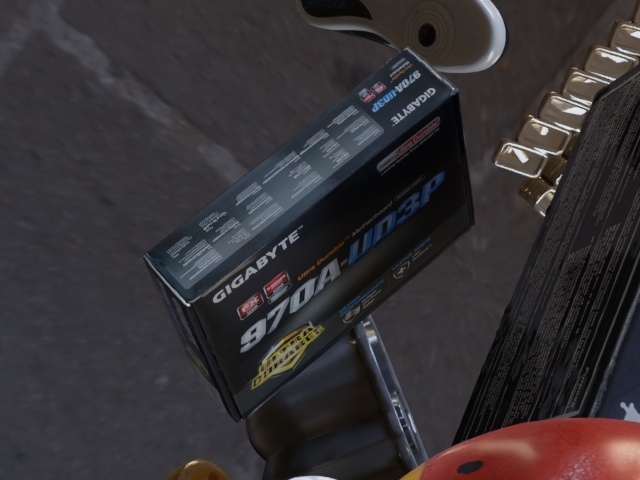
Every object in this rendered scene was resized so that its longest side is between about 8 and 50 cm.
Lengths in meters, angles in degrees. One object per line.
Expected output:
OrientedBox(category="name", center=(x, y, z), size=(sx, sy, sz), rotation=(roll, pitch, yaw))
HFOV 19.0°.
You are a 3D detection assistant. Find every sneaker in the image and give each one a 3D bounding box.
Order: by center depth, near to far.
OrientedBox(category="sneaker", center=(0.094, -0.185, 1.533), size=(0.217, 0.121, 0.079), rotation=(24, 107, 42))

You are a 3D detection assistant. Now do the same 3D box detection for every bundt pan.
OrientedBox(category="bundt pan", center=(0.017, 0.172, 1.584), size=(0.124, 0.331, 0.331), rotation=(-22, 87, 3))

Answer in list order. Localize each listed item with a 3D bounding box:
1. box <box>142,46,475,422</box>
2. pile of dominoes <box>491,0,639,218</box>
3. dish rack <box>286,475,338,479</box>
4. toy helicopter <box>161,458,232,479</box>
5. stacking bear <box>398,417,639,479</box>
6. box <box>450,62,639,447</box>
OrientedBox(category="box", center=(0.000, 0.000, 1.234), size=(0.220, 0.175, 0.051), rotation=(-39, 62, -14))
OrientedBox(category="pile of dominoes", center=(0.298, -0.123, 1.901), size=(0.251, 0.040, 0.196), rotation=(-47, 125, 4))
OrientedBox(category="dish rack", center=(0.009, 0.311, 0.948), size=(0.285, 0.072, 0.333), rotation=(45, 62, -9))
OrientedBox(category="toy helicopter", center=(-0.142, 0.309, 1.558), size=(0.140, 0.355, 0.235), rotation=(-30, 102, 34))
OrientedBox(category="stacking bear", center=(0.055, 0.142, 0.527), size=(0.164, 0.289, 0.175), rotation=(30, 61, 11))
OrientedBox(category="box", center=(0.238, 0.036, 1.150), size=(0.182, 0.294, 0.296), rotation=(25, 77, -5))
